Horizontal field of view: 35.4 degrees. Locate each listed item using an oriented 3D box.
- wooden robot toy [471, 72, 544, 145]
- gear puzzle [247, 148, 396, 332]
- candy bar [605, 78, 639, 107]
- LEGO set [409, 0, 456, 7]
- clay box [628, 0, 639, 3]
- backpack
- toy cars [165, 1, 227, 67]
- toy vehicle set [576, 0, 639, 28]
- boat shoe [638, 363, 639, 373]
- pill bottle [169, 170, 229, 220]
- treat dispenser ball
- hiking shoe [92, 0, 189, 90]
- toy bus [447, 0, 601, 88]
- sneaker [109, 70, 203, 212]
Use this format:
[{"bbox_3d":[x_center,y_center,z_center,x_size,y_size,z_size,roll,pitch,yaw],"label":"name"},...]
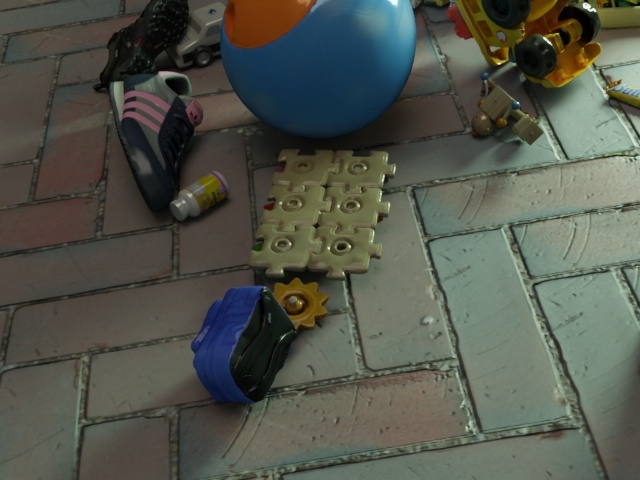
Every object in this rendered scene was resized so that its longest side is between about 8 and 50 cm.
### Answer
[{"bbox_3d":[0.261,-0.175,1.474,0.079,0.076,0.173,-45,41,13],"label":"wooden robot toy"},{"bbox_3d":[0.000,0.000,1.327,0.175,0.044,0.339,2,45,11],"label":"gear puzzle"},{"bbox_3d":[0.494,-0.202,1.477,0.040,0.018,0.161,-35,48,-27],"label":"candy bar"},{"bbox_3d":[0.131,-0.479,1.778,0.286,0.107,0.132,8,33,13],"label":"LEGO set"},{"bbox_3d":[0.533,-0.470,1.695,0.222,0.053,0.127,-34,46,-24],"label":"clay box"},{"bbox_3d":[-0.094,0.128,1.154,0.101,0.098,0.120,-9,44,34],"label":"backpack"},{"bbox_3d":[-0.085,-0.371,1.732,0.393,0.087,0.176,4,42,15],"label":"toy cars"},{"bbox_3d":[0.528,-0.453,1.747,0.165,0.035,0.267,-1,41,9],"label":"toy vehicle set"},{"bbox_3d":[0.381,0.160,1.059,0.050,0.045,0.135,-19,41,-11],"label":"boat shoe"},{"bbox_3d":[-0.172,-0.062,1.424,0.083,0.043,0.043,-36,47,-27],"label":"pill bottle"},{"bbox_3d":[-0.003,-0.293,1.472,0.288,0.288,0.288,-5,41,5],"label":"treat dispenser ball"},{"bbox_3d":[-0.313,-0.350,1.718,0.114,0.086,0.227,13,67,34],"label":"hiking shoe"},{"bbox_3d":[0.302,-0.342,1.577,0.149,0.220,0.211,-38,15,-29],"label":"toy bus"},{"bbox_3d":[-0.236,-0.167,1.506,0.131,0.112,0.319,-17,42,-5],"label":"sneaker"}]
